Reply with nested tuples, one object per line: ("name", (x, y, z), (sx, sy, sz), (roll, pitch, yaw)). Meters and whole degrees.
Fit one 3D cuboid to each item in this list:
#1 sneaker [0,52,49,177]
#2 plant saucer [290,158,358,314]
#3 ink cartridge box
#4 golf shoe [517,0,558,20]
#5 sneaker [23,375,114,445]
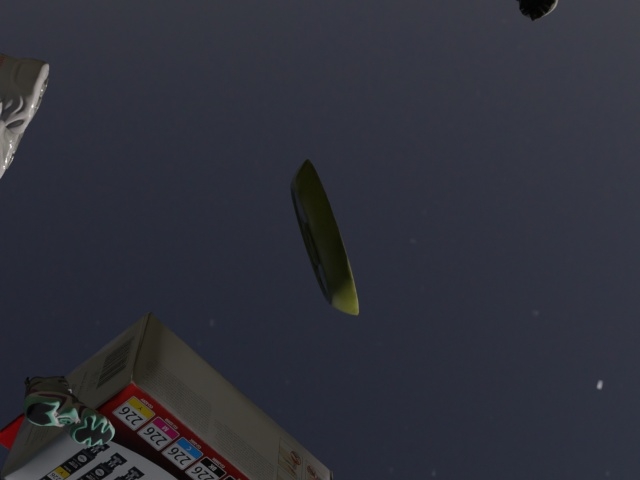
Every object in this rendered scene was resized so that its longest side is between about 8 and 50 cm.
("sneaker", (-0.379, -0.141, 1.148), (0.115, 0.232, 0.090), (24, -129, -18))
("plant saucer", (0.000, 0.000, 1.531), (0.037, 0.241, 0.241), (-17, -150, -6))
("ink cartridge box", (-0.186, 0.281, 1.185), (0.309, 0.272, 0.130), (44, -158, -22))
("golf shoe", (0.284, -0.346, 1.068), (0.105, 0.273, 0.120), (48, -133, -3))
("sneaker", (-0.247, 0.159, 1.030), (0.098, 0.038, 0.069), (35, -166, -33))
